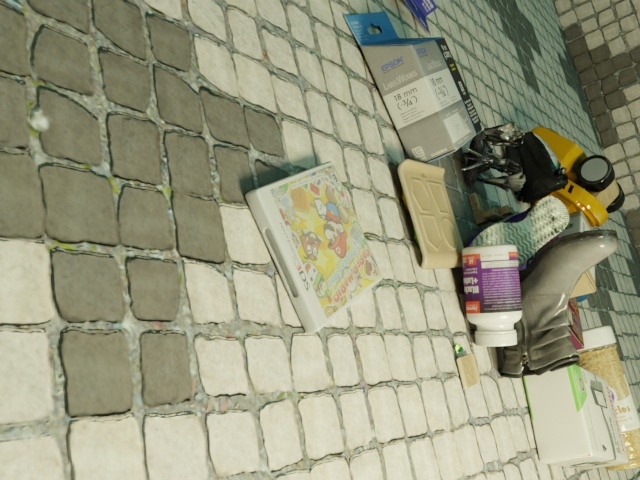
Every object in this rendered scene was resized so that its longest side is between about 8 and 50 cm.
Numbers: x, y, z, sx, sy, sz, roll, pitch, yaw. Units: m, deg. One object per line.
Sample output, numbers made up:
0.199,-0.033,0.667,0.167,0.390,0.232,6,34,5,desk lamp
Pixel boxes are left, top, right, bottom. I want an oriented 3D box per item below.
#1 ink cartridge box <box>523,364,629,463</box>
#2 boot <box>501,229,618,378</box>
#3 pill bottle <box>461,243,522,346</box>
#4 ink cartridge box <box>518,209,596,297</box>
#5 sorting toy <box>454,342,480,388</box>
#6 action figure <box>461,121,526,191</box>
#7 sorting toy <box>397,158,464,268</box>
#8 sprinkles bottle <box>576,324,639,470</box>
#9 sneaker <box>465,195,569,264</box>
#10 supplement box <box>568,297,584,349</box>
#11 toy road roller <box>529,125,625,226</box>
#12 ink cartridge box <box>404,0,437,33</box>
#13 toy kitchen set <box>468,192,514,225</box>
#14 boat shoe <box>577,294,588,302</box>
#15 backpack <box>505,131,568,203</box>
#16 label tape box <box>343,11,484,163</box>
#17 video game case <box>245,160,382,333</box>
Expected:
0.570,0.396,1.559,0.272,0.114,0.198,25,51,-48,ink cartridge box
0.469,0.135,1.365,0.118,0.338,0.223,5,60,-26,boot
0.337,0.107,1.372,0.108,0.108,0.194,4,81,-56,pill bottle
0.536,0.046,1.643,0.088,0.193,0.235,56,33,-19,ink cartridge box
0.270,0.229,1.301,0.062,0.012,0.083,-3,77,-52,sorting toy
0.420,-0.204,1.662,0.275,0.140,0.164,-28,121,-62,action figure
0.214,-0.047,1.368,0.193,0.038,0.208,1,75,-56,sorting toy
0.747,0.404,1.817,0.121,0.121,0.356,6,66,-55,sprinkles bottle
0.420,0.009,1.568,0.293,0.146,0.102,-24,80,-29,sneaker
0.597,0.178,1.763,0.104,0.080,0.188,44,39,-35,supplement box
0.696,-0.154,2.044,0.329,0.240,0.202,45,5,40,toy road roller
0.223,-0.650,1.700,0.223,0.045,0.224,20,56,-62,ink cartridge box
0.381,-0.083,1.590,0.068,0.083,0.075,11,62,-55,toy kitchen set
0.644,0.081,1.874,0.258,0.109,0.089,42,37,-39,boat shoe
0.589,-0.207,1.947,0.115,0.152,0.182,20,46,-64,backpack
0.205,-0.343,1.460,0.334,0.105,0.240,65,31,-7,label tape box
0.000,0.000,1.017,0.227,0.026,0.206,-30,97,-59,video game case
